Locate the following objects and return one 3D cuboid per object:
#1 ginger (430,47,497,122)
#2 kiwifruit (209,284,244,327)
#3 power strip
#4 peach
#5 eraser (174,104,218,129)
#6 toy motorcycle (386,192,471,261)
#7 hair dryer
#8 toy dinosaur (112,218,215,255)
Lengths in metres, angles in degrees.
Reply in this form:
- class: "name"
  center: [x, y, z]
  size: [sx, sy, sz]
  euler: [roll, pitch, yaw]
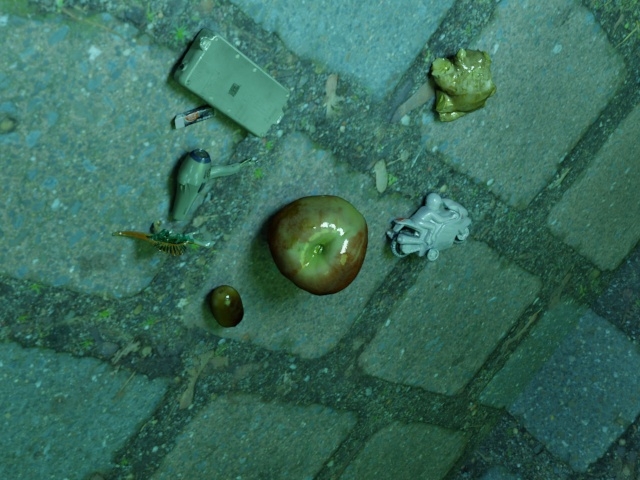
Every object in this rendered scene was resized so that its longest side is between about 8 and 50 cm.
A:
- class: "ginger"
  center: [0.337, -0.375, 1.904]
  size: [0.157, 0.102, 0.216]
  euler: [-13, 142, 3]
- class: "kiwifruit"
  center: [-0.219, 0.154, 1.887]
  size: [0.075, 0.075, 0.124]
  euler: [-32, 143, -16]
- class: "power strip"
  center: [-0.167, -0.299, 1.561]
  size: [0.270, 0.046, 0.118]
  euler: [30, 94, -50]
- class: "peach"
  center: [0.000, 0.000, 1.851]
  size: [0.232, 0.257, 0.232]
  euler: [0, 101, 1]
- class: "eraser"
  center: [-0.240, -0.243, 1.574]
  size: [0.099, 0.019, 0.027]
  euler: [-23, 136, -24]
- class: "toy motorcycle"
  center: [0.297, -0.046, 2.155]
  size: [0.260, 0.110, 0.171]
  euler: [-12, 114, -25]
- class: "hair dryer"
  center: [-0.233, -0.114, 1.683]
  size: [0.167, 0.067, 0.199]
  euler: [-53, 156, 23]
- class: "toy dinosaur"
  center: [-0.315, 0.002, 1.648]
  size: [0.187, 0.106, 0.044]
  euler: [-3, 124, -40]
